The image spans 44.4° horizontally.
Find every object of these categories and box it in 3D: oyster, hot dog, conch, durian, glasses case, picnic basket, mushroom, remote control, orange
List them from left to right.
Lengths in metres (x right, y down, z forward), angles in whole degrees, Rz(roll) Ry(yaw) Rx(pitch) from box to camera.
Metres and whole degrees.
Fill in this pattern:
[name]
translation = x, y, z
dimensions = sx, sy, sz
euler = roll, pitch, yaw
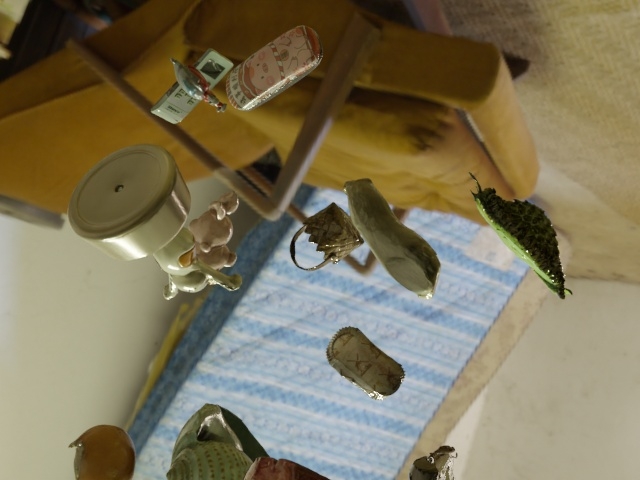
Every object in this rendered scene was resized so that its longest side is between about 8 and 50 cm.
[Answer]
[orange]
translation = -0.463, 0.465, 1.653
dimensions = 0.156, 0.157, 0.134
euler = 9, 165, 45
[remote control]
translation = -0.237, -0.282, 1.431
dimensions = 0.065, 0.166, 0.029
euler = 25, -151, -50
[conch]
translation = -0.226, 0.538, 1.769
dimensions = 0.319, 0.215, 0.303
euler = 49, -171, -44
[glasses case]
translation = -0.109, -0.389, 1.785
dimensions = 0.266, 0.103, 0.067
euler = -28, 162, 29
[picnic basket]
translation = 0.000, 0.000, 1.930
dimensions = 0.178, 0.128, 0.138
euler = -29, 146, 18
[hot dog]
translation = 0.099, 0.279, 1.768
dimensions = 0.191, 0.108, 0.059
euler = 39, 172, 5
[mushroom]
translation = 0.154, -0.011, 1.731
dimensions = 0.351, 0.109, 0.097
euler = 52, 160, 28
[oyster]
translation = 0.146, 0.370, 1.010
dimensions = 0.096, 0.221, 0.361
euler = 0, 170, 9
[durian]
translation = 0.487, -0.024, 1.875
dimensions = 0.375, 0.106, 0.132
euler = 53, 174, 11

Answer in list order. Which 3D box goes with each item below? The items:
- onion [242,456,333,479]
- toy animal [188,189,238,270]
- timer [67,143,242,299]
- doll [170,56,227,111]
[onion]
translation = -0.007, 0.407, 1.102
dimensions = 0.227, 0.120, 0.283
euler = 43, 139, -10
[toy animal]
translation = -0.260, -0.034, 1.889
dimensions = 0.124, 0.213, 0.124
euler = 9, -154, -4
[timer]
translation = -0.238, 0.002, 1.204
dimensions = 0.175, 0.175, 0.266
euler = 12, 150, 34
[doll]
translation = -0.194, -0.241, 1.221
dimensions = 0.114, 0.039, 0.057
euler = 41, -154, -24
